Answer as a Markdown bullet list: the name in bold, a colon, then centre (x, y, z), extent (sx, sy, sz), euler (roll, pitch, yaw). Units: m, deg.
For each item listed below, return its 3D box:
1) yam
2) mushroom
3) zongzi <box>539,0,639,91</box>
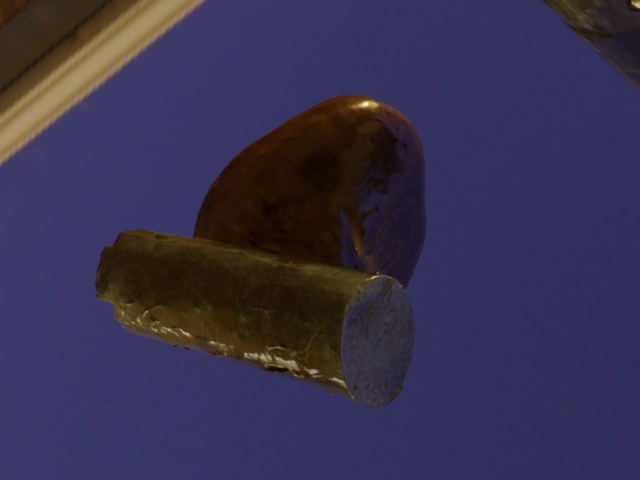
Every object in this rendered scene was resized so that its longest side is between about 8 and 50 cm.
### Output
- **yam**: centre (-0.057, 0.050, 0.808), extent (0.259, 0.093, 0.093), euler (10, -100, 36)
- **mushroom**: centre (0.000, 0.000, 1.001), extent (0.278, 0.278, 0.146), euler (-53, -133, 6)
- **zongzi**: centre (0.327, -0.176, 0.450), extent (0.432, 0.403, 0.208), euler (-47, -150, 10)
